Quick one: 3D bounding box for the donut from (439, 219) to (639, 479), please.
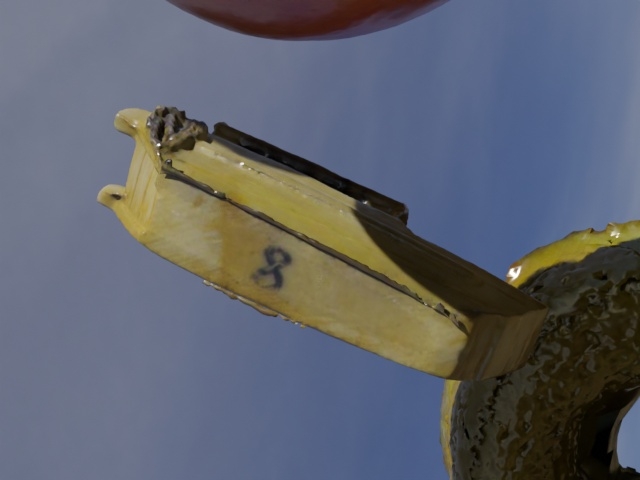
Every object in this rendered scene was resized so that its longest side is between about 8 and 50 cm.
[{"bbox_3d":[0.195,0.125,0.868,0.107,0.272,0.272,-64,-27,-69],"label":"donut"}]

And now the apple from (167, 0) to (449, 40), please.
[{"bbox_3d":[-0.012,-0.191,0.531,0.241,0.242,0.242,-49,0,39],"label":"apple"}]

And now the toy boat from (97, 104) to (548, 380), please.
[{"bbox_3d":[0.000,0.000,0.700,0.088,0.226,0.068,-49,-20,-62],"label":"toy boat"}]
